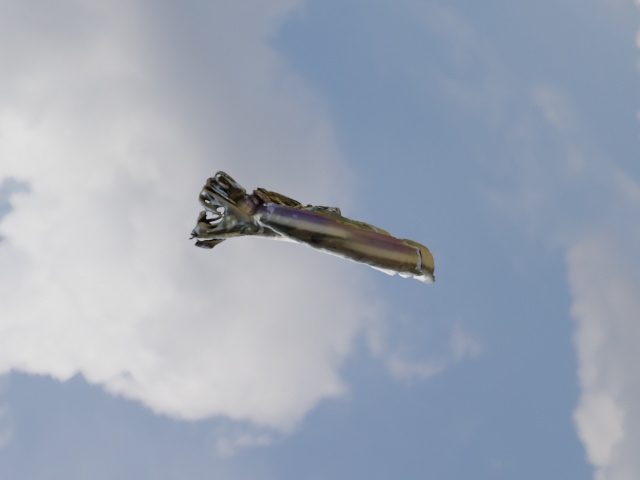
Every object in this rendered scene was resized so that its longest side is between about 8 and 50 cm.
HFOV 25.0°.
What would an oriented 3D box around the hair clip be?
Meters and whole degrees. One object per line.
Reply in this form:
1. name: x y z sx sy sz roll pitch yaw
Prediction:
1. hair clip: 0.000 0.000 0.971 0.172 0.049 0.116 16 -170 -1
